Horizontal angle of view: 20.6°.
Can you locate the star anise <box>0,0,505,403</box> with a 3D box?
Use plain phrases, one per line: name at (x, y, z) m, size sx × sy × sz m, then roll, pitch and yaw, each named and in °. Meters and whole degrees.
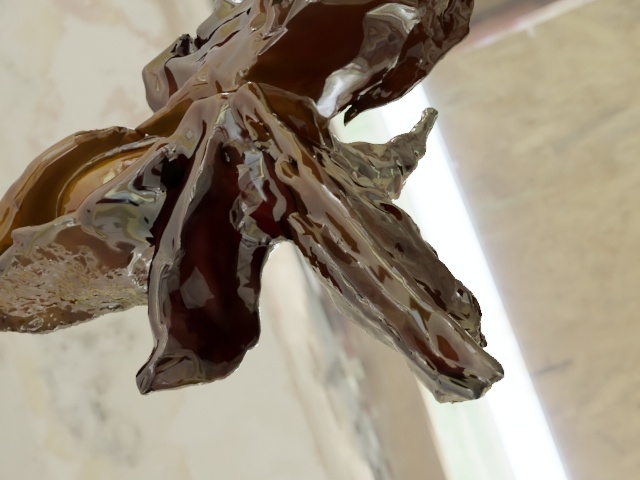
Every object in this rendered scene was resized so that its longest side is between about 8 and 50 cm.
star anise at (0.006, -0.009, 0.442) m, size 0.144 × 0.158 × 0.140 m, roll 40°, pitch -125°, yaw -48°
